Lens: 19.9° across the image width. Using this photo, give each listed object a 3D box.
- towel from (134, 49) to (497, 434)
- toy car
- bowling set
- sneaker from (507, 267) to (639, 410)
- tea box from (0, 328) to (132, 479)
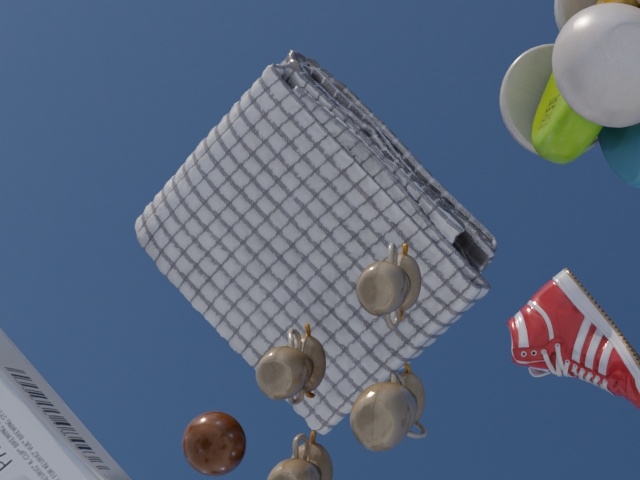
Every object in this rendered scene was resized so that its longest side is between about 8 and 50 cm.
[{"bbox_3d":[0.000,0.000,1.696,0.283,0.121,0.235,45,-67,3],"label":"towel"},{"bbox_3d":[0.208,-0.113,1.145,0.136,0.182,0.159,33,-15,-7],"label":"toy car"},{"bbox_3d":[-0.005,0.143,1.532,0.200,0.154,0.287,1,-87,13],"label":"bowling set"},{"bbox_3d":[0.166,0.080,1.161,0.067,0.042,0.118,-38,-121,5],"label":"sneaker"},{"bbox_3d":[-0.323,0.121,0.970,0.323,0.220,0.329,-42,-96,-6],"label":"tea box"}]
